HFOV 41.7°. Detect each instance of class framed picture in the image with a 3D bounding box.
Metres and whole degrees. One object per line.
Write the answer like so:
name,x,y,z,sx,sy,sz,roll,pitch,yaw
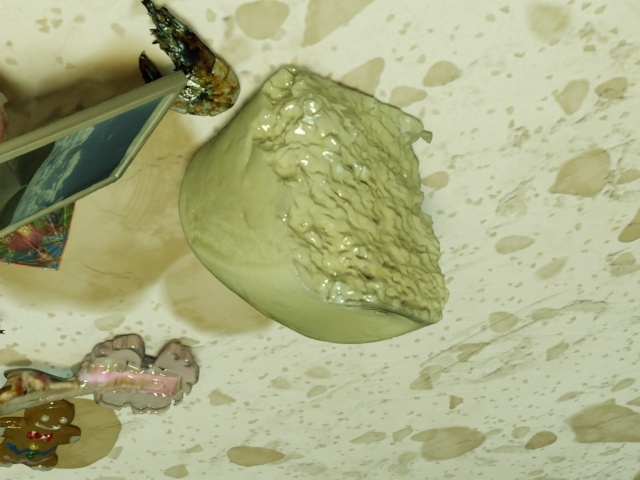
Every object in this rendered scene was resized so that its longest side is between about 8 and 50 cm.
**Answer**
framed picture,-0.258,-0.073,0.824,0.189,0.023,0.260,-42,176,42

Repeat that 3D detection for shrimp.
shrimp,-0.149,-0.180,0.869,0.091,0.034,0.161,-23,139,14

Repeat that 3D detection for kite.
kite,-0.368,-0.005,1.034,0.190,0.010,0.159,-22,138,10

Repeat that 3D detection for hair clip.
hair clip,-0.334,0.208,1.239,0.300,0.069,0.173,-1,141,-28

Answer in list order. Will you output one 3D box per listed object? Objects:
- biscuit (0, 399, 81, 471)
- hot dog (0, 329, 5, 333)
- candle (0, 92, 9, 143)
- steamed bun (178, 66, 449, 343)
biscuit,-0.463,0.319,1.369,0.138,0.031,0.205,18,130,-31
hot dog,-0.503,0.096,1.081,0.188,0.055,0.072,2,141,-17
candle,-0.452,-0.066,0.741,0.317,0.287,0.131,9,140,-27
steamed bun,0.000,0.000,0.938,0.273,0.272,0.290,-36,131,26
